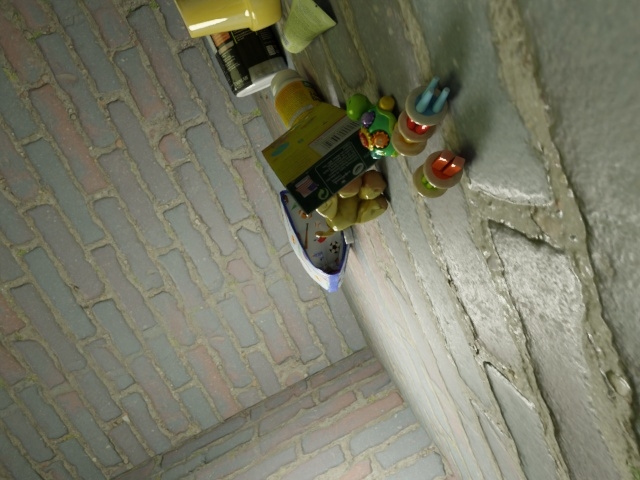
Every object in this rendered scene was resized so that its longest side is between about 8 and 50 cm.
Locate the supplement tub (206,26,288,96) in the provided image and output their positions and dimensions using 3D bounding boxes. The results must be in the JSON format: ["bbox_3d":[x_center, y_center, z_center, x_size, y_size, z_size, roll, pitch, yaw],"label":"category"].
[{"bbox_3d":[-0.246,-0.625,1.308,0.316,0.193,0.193,66,175,-15],"label":"supplement tub"}]

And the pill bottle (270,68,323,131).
[{"bbox_3d":[-0.053,-0.351,1.130,0.208,0.117,0.118,62,175,24],"label":"pill bottle"}]

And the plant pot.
[{"bbox_3d":[-0.256,-0.641,1.077,0.254,0.238,0.254,155,90,-86],"label":"plant pot"}]

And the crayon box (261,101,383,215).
[{"bbox_3d":[-0.007,-0.192,0.914,0.081,0.202,0.318,51,-177,-29],"label":"crayon box"}]

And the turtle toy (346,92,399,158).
[{"bbox_3d":[0.091,-0.190,0.708,0.130,0.066,0.095,63,175,13],"label":"turtle toy"}]

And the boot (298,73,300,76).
[{"bbox_3d":[-0.064,-0.387,1.238,0.190,0.086,0.069,63,175,15],"label":"boot"}]

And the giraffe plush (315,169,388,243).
[{"bbox_3d":[0.050,-0.120,1.003,0.210,0.181,0.171,99,160,-52],"label":"giraffe plush"}]

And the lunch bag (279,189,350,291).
[{"bbox_3d":[0.000,0.000,1.725,0.328,0.238,0.386,85,166,-72],"label":"lunch bag"}]

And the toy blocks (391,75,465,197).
[{"bbox_3d":[0.145,-0.128,0.543,0.148,0.054,0.123,95,150,-80],"label":"toy blocks"}]

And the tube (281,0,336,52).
[{"bbox_3d":[-0.031,-0.431,0.851,0.240,0.070,0.062,-136,42,-73],"label":"tube"}]
